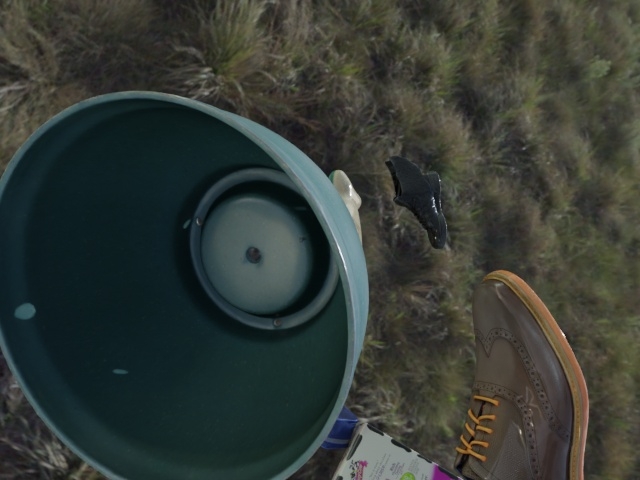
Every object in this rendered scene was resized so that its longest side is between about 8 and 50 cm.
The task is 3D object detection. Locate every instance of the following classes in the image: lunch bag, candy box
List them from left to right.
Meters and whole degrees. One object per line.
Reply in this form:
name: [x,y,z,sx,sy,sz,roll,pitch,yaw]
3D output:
lunch bag: [0.011,0.320,0.991,0.067,0.098,0.065,17,96,-33]
candy box: [0.135,0.434,0.942,0.233,0.071,0.159,30,71,5]

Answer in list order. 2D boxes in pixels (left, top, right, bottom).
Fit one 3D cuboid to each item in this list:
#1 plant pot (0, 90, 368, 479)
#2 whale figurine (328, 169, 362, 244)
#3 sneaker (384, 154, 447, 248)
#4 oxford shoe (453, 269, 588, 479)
plant pot: [-0.086,0.029,0.474,0.196,0.293,0.293,-31,104,-67]
whale figurine: [0.000,0.000,1.053,0.216,0.141,0.272,51,43,-45]
sneaker: [0.167,-0.066,0.997,0.089,0.051,0.170,-3,81,-10]
oxford shoe: [0.223,0.217,0.657,0.133,0.130,0.363,-9,82,-17]
